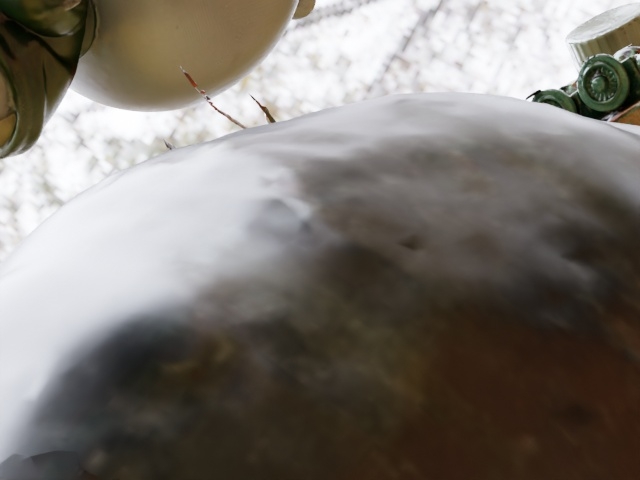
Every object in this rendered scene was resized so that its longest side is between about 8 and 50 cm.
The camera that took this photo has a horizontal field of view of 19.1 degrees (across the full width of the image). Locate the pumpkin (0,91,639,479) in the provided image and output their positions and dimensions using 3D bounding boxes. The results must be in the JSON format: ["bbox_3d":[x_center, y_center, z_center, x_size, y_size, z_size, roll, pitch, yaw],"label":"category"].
[{"bbox_3d":[0.038,0.185,0.549,0.454,0.344,0.454,-5,-81,-34],"label":"pumpkin"}]

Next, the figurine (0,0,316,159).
[{"bbox_3d":[-0.144,-0.135,1.096,0.370,0.281,0.167,-31,-78,-43],"label":"figurine"}]

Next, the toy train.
[{"bbox_3d":[0.115,-0.039,0.814,0.103,0.064,0.044,-32,-6,35],"label":"toy train"}]

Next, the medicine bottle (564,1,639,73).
[{"bbox_3d":[0.161,-0.075,0.976,0.047,0.047,0.083,-33,-73,-25],"label":"medicine bottle"}]

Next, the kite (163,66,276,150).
[{"bbox_3d":[0.000,0.000,0.775,0.006,0.198,0.244,-36,-32,12],"label":"kite"}]
